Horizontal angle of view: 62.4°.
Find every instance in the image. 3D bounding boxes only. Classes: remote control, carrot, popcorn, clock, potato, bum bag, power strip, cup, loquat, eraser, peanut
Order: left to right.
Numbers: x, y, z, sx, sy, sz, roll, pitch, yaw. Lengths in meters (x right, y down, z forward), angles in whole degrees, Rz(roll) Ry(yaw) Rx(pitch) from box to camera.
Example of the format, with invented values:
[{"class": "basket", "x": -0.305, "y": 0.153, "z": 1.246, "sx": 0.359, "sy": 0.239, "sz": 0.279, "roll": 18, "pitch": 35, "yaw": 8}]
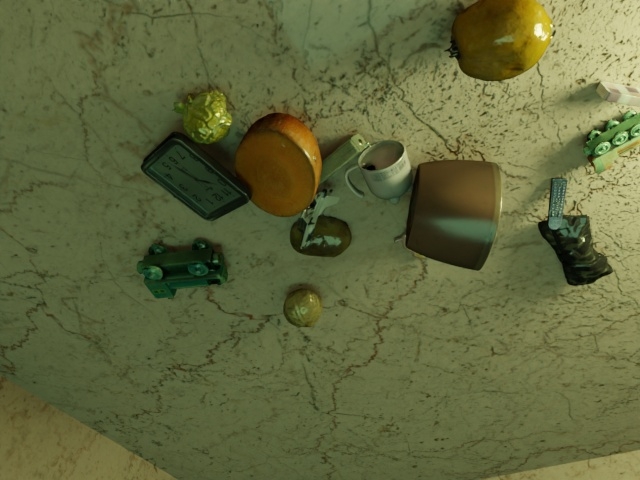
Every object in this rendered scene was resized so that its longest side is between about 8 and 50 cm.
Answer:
[{"class": "clock", "x": -0.360, "y": -0.179, "z": 1.529, "sx": 0.279, "sy": 0.049, "sz": 0.273, "roll": 40, "pitch": 146, "yaw": -24}, {"class": "popcorn", "x": -0.302, "y": -0.323, "z": 1.388, "sx": 0.141, "sy": 0.136, "sz": 0.162, "roll": -29, "pitch": 127, "yaw": 36}, {"class": "carrot", "x": -0.116, "y": -0.198, "z": 1.464, "sx": 0.258, "sy": 0.100, "sz": 0.307, "roll": 26, "pitch": 137, "yaw": 11}, {"class": "peanut", "x": -0.061, "y": 0.247, "z": 1.905, "sx": 0.140, "sy": 0.109, "sz": 0.159, "roll": -16, "pitch": 128, "yaw": 19}, {"class": "potato", "x": 0.000, "y": 0.000, "z": 1.697, "sx": 0.200, "sy": 0.081, "sz": 0.164, "roll": 0, "pitch": 131, "yaw": 2}, {"class": "power strip", "x": 0.024, "y": -0.208, "z": 1.500, "sx": 0.272, "sy": 0.078, "sz": 0.052, "roll": -35, "pitch": 95, "yaw": 31}, {"class": "cup", "x": 0.172, "y": -0.173, "z": 1.475, "sx": 0.173, "sy": 0.134, "sz": 0.142, "roll": -32, "pitch": 130, "yaw": -5}, {"class": "loquat", "x": 0.393, "y": -0.455, "z": 1.183, "sx": 0.234, "sy": 0.176, "sz": 0.187, "roll": -6, "pitch": 132, "yaw": 24}, {"class": "remote control", "x": 0.687, "y": -0.107, "z": 1.543, "sx": 0.043, "sy": 0.027, "sz": 0.153, "roll": 6, "pitch": 109, "yaw": 16}, {"class": "bum bag", "x": 0.805, "y": 0.035, "z": 1.657, "sx": 0.144, "sy": 0.095, "sz": 0.340, "roll": -14, "pitch": 130, "yaw": 36}, {"class": "eraser", "x": 0.747, "y": -0.364, "z": 1.313, "sx": 0.105, "sy": 0.065, "sz": 0.026, "roll": 8, "pitch": 134, "yaw": -5}]

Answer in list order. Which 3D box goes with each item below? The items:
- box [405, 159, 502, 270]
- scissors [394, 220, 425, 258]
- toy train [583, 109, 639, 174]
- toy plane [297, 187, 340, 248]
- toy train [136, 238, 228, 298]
[{"class": "box", "x": 0.357, "y": -0.078, "z": 1.459, "sx": 0.216, "sy": 0.301, "sz": 0.301, "roll": 8, "pitch": 133, "yaw": 4}, {"class": "scissors", "x": 0.401, "y": 0.020, "z": 1.719, "sx": 0.317, "sy": 0.024, "sz": 0.160, "roll": 18, "pitch": 131, "yaw": -12}, {"class": "toy train", "x": 0.791, "y": -0.264, "z": 1.403, "sx": 0.176, "sy": 0.074, "sz": 0.118, "roll": -30, "pitch": 133, "yaw": 22}, {"class": "toy plane", "x": -0.027, "y": -0.074, "z": 1.590, "sx": 0.082, "sy": 0.160, "sz": 0.234, "roll": 47, "pitch": 127, "yaw": 11}, {"class": "toy train", "x": -0.465, "y": 0.104, "z": 1.807, "sx": 0.298, "sy": 0.120, "sz": 0.194, "roll": -6, "pitch": 139, "yaw": 10}]
